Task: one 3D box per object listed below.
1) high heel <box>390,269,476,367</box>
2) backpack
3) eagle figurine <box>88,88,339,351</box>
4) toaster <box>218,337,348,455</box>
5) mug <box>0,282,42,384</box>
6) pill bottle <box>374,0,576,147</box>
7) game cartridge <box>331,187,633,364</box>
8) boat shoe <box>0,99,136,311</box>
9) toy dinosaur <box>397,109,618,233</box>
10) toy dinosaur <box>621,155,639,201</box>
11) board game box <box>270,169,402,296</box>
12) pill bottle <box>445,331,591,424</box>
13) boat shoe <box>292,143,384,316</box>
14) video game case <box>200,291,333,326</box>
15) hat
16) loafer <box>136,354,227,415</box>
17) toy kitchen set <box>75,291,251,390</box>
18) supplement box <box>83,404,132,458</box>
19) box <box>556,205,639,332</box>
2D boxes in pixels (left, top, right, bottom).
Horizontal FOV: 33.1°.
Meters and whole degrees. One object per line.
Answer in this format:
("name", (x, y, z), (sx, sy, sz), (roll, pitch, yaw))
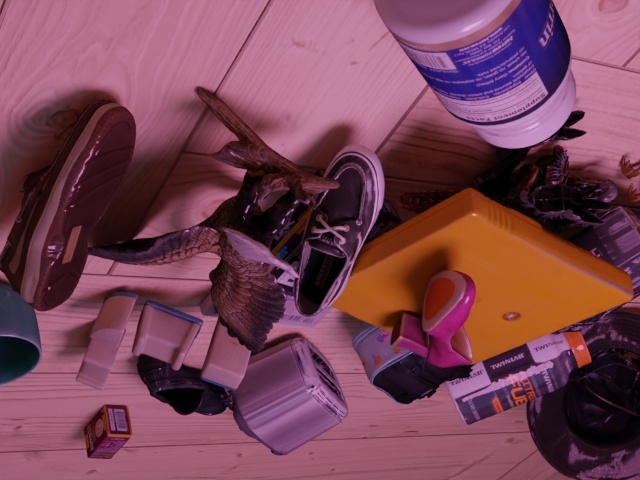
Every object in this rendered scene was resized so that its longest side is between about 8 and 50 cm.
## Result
("high heel", (0.176, 0.106, 1.346), (0.117, 0.082, 0.244), (17, 151, -8))
("backpack", (0.140, 0.159, 1.655), (0.166, 0.144, 0.188), (-29, 158, 16))
("eagle figurine", (-0.119, 0.005, 1.254), (0.298, 0.226, 0.225), (-45, 160, 28))
("toaster", (-0.055, 0.242, 1.701), (0.146, 0.129, 0.227), (-28, 145, 7))
("mug", (-0.430, 0.116, 1.340), (0.158, 0.097, 0.129), (-25, 148, 11))
("pill bottle", (0.170, -0.207, 1.107), (0.153, 0.153, 0.265), (-28, 148, 14))
("game cartridge", (0.197, 0.057, 1.406), (0.324, 0.052, 0.285), (26, 140, -35))
("boat shoe", (-0.289, -0.048, 1.167), (0.095, 0.095, 0.257), (-14, 136, -62))
("toy dinosaur", (0.261, -0.051, 1.411), (0.322, 0.164, 0.218), (-27, 171, -29))
("toy dinosaur", (0.484, -0.086, 1.539), (0.112, 0.064, 0.211), (-10, 147, -15))
("board game box", (0.000, 0.000, 1.405), (0.141, 0.048, 0.170), (21, 121, -44))
("pill bottle", (0.338, 0.215, 1.859), (0.246, 0.130, 0.130), (-24, 148, 6))
("boat shoe", (0.019, -0.007, 1.290), (0.078, 0.070, 0.219), (19, 114, 10))
("video game case", (-0.042, 0.059, 1.525), (0.201, 0.023, 0.183), (10, 138, -36))
("hat", (0.527, 0.282, 2.009), (0.331, 0.331, 0.134), (-20, -171, 2))
("loafer", (-0.208, 0.235, 1.653), (0.076, 0.078, 0.223), (-26, 147, 12))
("toy kitchen set", (-0.211, 0.146, 1.491), (0.207, 0.122, 0.166), (22, 138, -8))
("supplement box", (-0.339, 0.305, 1.715), (0.043, 0.055, 0.083), (10, 137, -36))
("box", (0.422, 0.053, 1.640), (0.242, 0.076, 0.307), (-37, 158, 27))
